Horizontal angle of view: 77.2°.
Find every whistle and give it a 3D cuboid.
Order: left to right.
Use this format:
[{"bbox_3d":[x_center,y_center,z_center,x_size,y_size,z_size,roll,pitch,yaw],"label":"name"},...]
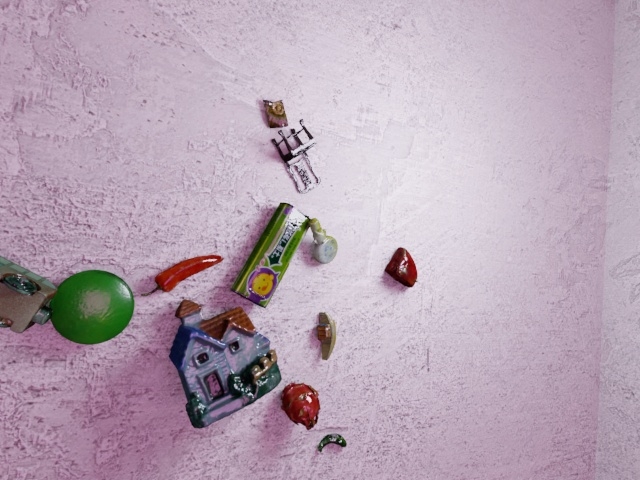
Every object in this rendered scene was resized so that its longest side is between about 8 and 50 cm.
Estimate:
[{"bbox_3d":[0.000,0.000,1.423,0.104,0.057,0.198,-48,134,-24],"label":"whistle"}]

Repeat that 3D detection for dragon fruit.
[{"bbox_3d":[-0.061,0.553,1.358,0.133,0.166,0.136,-39,136,-2],"label":"dragon fruit"},{"bbox_3d":[0.350,0.114,1.596,0.161,0.127,0.120,39,80,-20],"label":"dragon fruit"}]

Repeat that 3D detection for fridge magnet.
[{"bbox_3d":[-0.633,0.185,1.119,0.208,0.088,0.208,0,89,-25],"label":"fridge magnet"}]

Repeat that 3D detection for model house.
[{"bbox_3d":[-0.302,0.317,1.208,0.295,0.252,0.329,-18,91,-25],"label":"model house"}]

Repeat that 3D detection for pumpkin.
[{"bbox_3d":[-0.158,-0.442,1.402,0.073,0.035,0.101,-12,98,-15],"label":"pumpkin"}]

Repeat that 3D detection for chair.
[{"bbox_3d":[-0.064,-0.287,1.405,0.106,0.113,0.229,-34,101,-21],"label":"chair"}]

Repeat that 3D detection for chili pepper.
[{"bbox_3d":[-0.425,0.099,1.240,0.272,0.071,0.063,-30,63,-29],"label":"chili pepper"},{"bbox_3d":[0.046,0.742,1.477,0.118,0.035,0.055,4,70,-30],"label":"chili pepper"}]

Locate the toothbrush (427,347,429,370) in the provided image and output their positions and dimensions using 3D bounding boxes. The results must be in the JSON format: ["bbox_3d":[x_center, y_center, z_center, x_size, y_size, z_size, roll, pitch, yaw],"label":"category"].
[{"bbox_3d":[0.459,0.506,1.702,0.006,0.008,0.097,1,88,-40],"label":"toothbrush"}]

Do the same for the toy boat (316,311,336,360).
[{"bbox_3d":[0.018,0.344,1.454,0.066,0.065,0.172,0,84,-40],"label":"toy boat"}]

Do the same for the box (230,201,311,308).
[{"bbox_3d":[-0.162,0.045,1.355,0.134,0.097,0.345,36,74,-30],"label":"box"}]

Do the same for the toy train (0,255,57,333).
[{"bbox_3d":[-0.817,0.108,0.983,0.326,0.159,0.129,33,87,-18],"label":"toy train"}]
